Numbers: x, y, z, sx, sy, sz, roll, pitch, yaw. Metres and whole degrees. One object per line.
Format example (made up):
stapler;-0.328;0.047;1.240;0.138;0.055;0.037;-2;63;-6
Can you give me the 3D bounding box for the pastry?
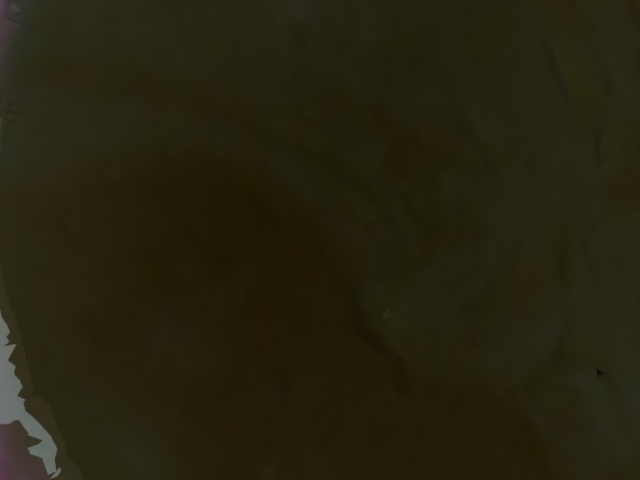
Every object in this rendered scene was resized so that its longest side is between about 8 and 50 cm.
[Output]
pastry;-0.001;0.002;0.428;0.264;0.133;0.265;4;81;-27
